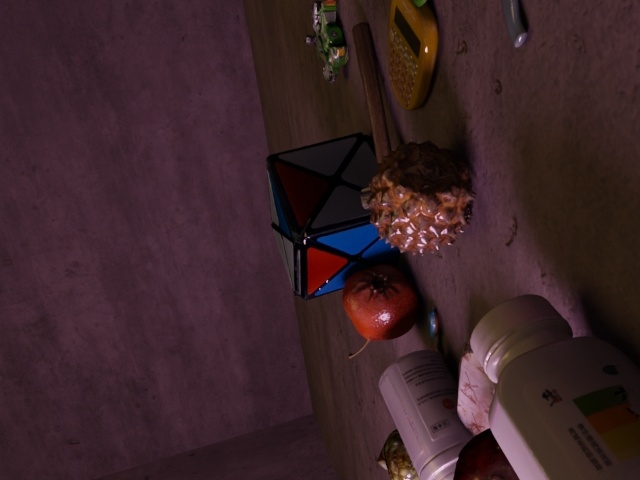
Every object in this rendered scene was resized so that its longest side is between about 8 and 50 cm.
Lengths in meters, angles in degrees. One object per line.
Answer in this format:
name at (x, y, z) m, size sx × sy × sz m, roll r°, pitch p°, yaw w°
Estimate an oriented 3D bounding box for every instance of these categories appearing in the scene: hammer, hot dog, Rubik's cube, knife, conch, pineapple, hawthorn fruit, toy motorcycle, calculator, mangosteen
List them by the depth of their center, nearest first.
knife at (0.204, -0.322, 0.624) m, size 0.028 × 0.015 × 0.211 m, roll 172°, pitch 86°, yaw -86°
mangosteen at (0.265, 0.323, 0.744) m, size 0.180 × 0.166 × 0.166 m, roll 19°, pitch -127°, yaw -66°
pineapple at (0.149, -0.052, 0.847) m, size 0.193 × 0.166 × 0.166 m, roll 96°, pitch 158°, yaw -60°
hot dog at (0.261, 0.237, 0.879) m, size 0.108 × 0.059 × 0.191 m, roll 42°, pitch 143°, yaw 48°
calculator at (0.144, -0.314, 0.883) m, size 0.235 × 0.032 × 0.146 m, roll 91°, pitch 162°, yaw -55°
hammer at (0.106, -0.245, 1.064) m, size 0.111 × 0.043 × 0.366 m, roll -17°, pitch 77°, yaw 39°
hawthorn fruit at (0.121, 0.184, 1.218) m, size 0.165 × 0.165 × 0.286 m, roll -115°, pitch 24°, yaw -47°
Rubik's cube at (0.026, -0.053, 1.221) m, size 0.246 × 0.248 × 0.250 m, roll 94°, pitch 159°, yaw -53°
toy motorcycle at (0.017, -0.457, 1.259) m, size 0.106 × 0.074 × 0.190 m, roll 180°, pitch 78°, yaw -69°
conch at (0.217, 0.526, 1.298) m, size 0.187 × 0.124 × 0.181 m, roll 56°, pitch 170°, yaw -29°

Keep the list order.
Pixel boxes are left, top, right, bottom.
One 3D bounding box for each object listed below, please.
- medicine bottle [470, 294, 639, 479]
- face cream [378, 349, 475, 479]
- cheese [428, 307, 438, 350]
medicine bottle at (0.265, 0.190, 0.541) m, size 0.296 × 0.161 × 0.111 m, roll -114°, pitch 16°, yaw -49°
face cream at (0.231, 0.379, 0.963) m, size 0.370 × 0.145 × 0.146 m, roll -113°, pitch 14°, yaw -45°
cheese at (0.221, 0.182, 1.090) m, size 0.047 × 0.017 × 0.111 m, roll -80°, pitch -13°, yaw -68°
